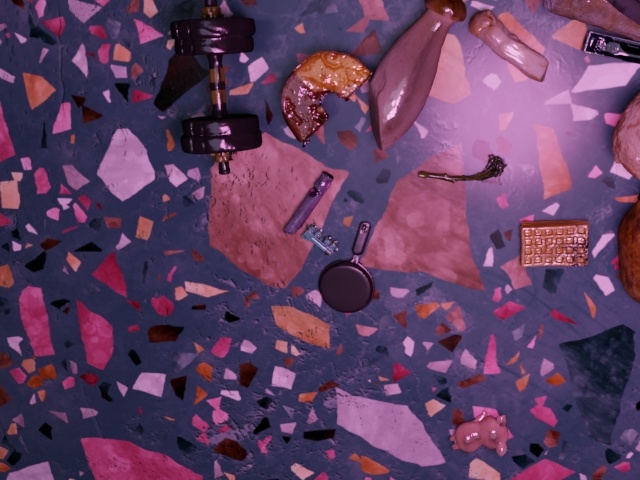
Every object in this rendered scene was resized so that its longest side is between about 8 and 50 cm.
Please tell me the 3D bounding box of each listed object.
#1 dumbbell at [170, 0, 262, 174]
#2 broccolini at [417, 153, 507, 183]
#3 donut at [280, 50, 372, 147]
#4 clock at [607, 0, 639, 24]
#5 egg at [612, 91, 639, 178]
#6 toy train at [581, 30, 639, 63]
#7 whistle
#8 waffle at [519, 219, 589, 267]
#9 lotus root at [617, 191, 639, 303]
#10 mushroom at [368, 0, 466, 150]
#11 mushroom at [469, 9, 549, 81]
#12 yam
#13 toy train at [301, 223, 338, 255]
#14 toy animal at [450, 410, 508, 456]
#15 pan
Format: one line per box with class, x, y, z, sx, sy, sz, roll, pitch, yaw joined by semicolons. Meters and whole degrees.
dumbbell;-0.224;-0.336;1.625;0.185;0.185;0.387;-1;105;11
broccolini;0.314;-0.144;1.648;0.194;0.054;0.052;-10;122;15
donut;0.005;-0.329;1.634;0.217;0.085;0.141;-39;94;17
clock;0.655;-0.549;1.385;0.326;0.067;0.324;1;83;-5
egg;0.697;-0.217;1.471;0.245;0.203;0.203;-39;95;12
toy train;0.639;-0.381;1.515;0.208;0.047;0.043;15;111;6
whistle;-0.027;-0.084;1.733;0.033;0.033;0.176;35;108;0
waffle;0.515;0.008;1.647;0.148;0.042;0.102;-1;105;11
lotus root;0.689;0.013;1.560;0.129;0.145;0.260;-9;106;6
mushroom;0.189;-0.355;1.568;0.128;0.128;0.350;29;106;2
mushroom;0.396;-0.402;1.557;0.202;0.054;0.059;39;107;-6
yam;0.584;-0.467;1.467;0.331;0.133;0.133;23;108;1
toy train;0.000;0.000;1.754;0.092;0.029;0.045;40;116;-2
toy animal;0.381;0.465;1.776;0.150;0.089;0.083;-21;104;25
pan;0.073;0.066;1.756;0.136;0.028;0.234;17;107;6
